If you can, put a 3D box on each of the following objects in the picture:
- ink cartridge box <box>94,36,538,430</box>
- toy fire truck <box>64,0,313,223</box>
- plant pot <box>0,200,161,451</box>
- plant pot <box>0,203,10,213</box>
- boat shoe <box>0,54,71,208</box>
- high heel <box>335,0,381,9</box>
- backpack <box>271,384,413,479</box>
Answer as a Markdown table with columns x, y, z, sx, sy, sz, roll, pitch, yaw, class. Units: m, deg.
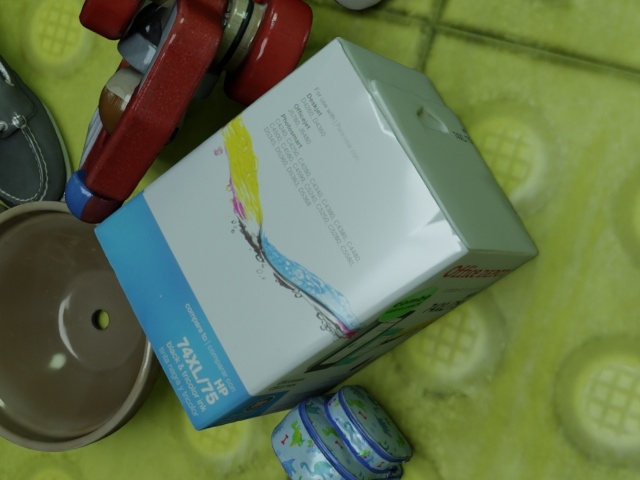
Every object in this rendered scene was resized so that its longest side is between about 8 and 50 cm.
| x | y | z | sx | sy | sz | roll | pitch | yaw | class |
| --- | --- | --- | --- | --- | --- | --- | --- | --- | --- |
| 0.000 | 0.000 | 0.907 | 0.270 | 0.198 | 0.197 | -36 | 74 | 22 | ink cartridge box |
| -0.145 | -0.145 | 0.951 | 0.169 | 0.302 | 0.254 | 23 | 111 | -18 | toy fire truck |
| -0.242 | 0.080 | 1.069 | 0.237 | 0.109 | 0.237 | 0 | 91 | 21 | plant pot |
| -0.382 | 0.004 | 1.154 | 0.109 | 0.096 | 0.109 | 2 | 89 | 27 | plant pot |
| -0.381 | -0.166 | 1.159 | 0.112 | 0.095 | 0.335 | -36 | 73 | 21 | boat shoe |
| 0.074 | -0.401 | 0.955 | 0.181 | 0.127 | 0.377 | -107 | 34 | -58 | high heel |
| 0.017 | 0.178 | 0.939 | 0.084 | 0.114 | 0.105 | -44 | 70 | 18 | backpack |
